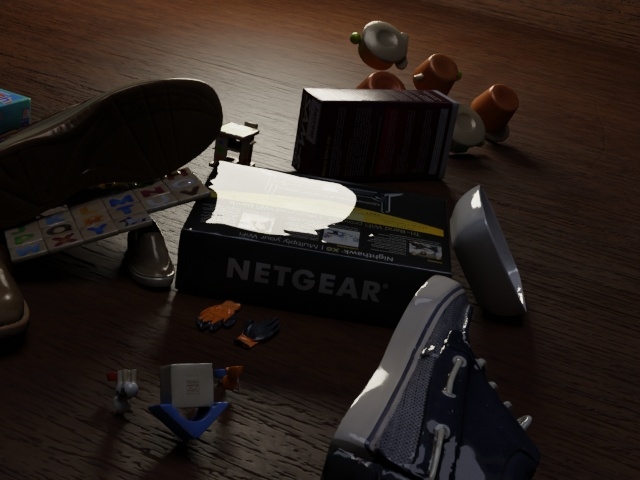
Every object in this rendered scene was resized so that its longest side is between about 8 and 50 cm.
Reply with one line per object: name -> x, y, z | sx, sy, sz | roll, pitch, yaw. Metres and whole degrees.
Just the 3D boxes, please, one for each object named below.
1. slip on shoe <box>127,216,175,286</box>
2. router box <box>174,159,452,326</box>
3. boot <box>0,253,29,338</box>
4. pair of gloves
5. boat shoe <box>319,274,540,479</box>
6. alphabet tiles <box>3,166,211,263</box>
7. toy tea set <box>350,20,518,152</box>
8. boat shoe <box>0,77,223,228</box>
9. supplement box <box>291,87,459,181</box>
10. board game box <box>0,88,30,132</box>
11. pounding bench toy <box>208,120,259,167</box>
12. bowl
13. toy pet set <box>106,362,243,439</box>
slip on shoe -> -0.199, 0.011, 1.240 | 0.051, 0.041, 0.135 | 2, 24, -16
router box -> 0.000, 0.000, 1.287 | 0.308, 0.081, 0.243 | 10, 23, 2
boot -> -0.385, 0.003, 1.102 | 0.112, 0.115, 0.305 | -6, 29, -35
pair of gloves -> -0.088, 0.088, 1.143 | 0.083, 0.010, 0.074 | 20, 25, 22
boat shoe -> 0.121, 0.156, 0.950 | 0.158, 0.127, 0.340 | 21, 33, 12
alphabet tiles -> -0.256, -0.040, 1.263 | 0.237, 0.009, 0.198 | -17, 23, -15
toy tea set -> 0.181, -0.231, 1.854 | 0.336, 0.124, 0.200 | 23, 55, -13
boat shoe -> -0.289, -0.121, 1.312 | 0.342, 0.123, 0.123 | -27, 28, -21
supplement box -> 0.084, -0.161, 1.627 | 0.239, 0.130, 0.073 | -2, 25, -27
board game box -> -0.556, -0.189, 1.559 | 0.160, 0.047, 0.210 | 18, 24, 20
pounding bench toy -> -0.120, -0.137, 1.576 | 0.052, 0.065, 0.083 | 18, 25, 22
bowl -> 0.196, 0.017, 1.278 | 0.053, 0.142, 0.142 | -21, 20, 13
toy pet set -> -0.122, 0.147, 0.964 | 0.122, 0.065, 0.114 | 1, -10, -25
